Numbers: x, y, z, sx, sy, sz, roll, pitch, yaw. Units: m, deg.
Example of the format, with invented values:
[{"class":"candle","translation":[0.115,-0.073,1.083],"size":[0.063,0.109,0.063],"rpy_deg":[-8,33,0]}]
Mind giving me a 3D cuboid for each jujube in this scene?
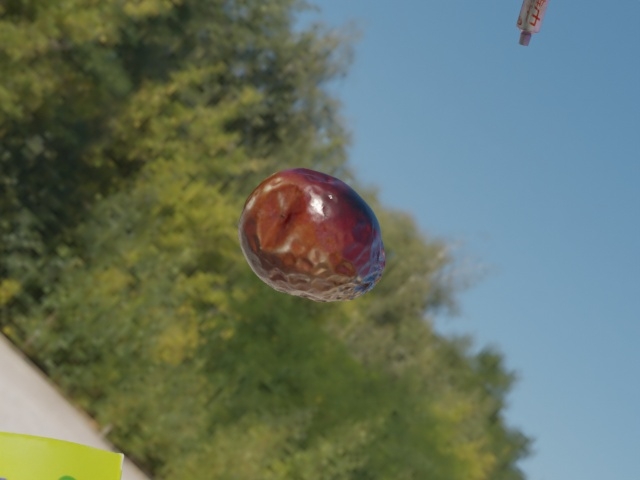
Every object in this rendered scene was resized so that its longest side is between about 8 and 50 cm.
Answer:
[{"class":"jujube","translation":[0.000,0.000,1.844],"size":[0.168,0.168,0.236],"rpy_deg":[39,7,31]}]

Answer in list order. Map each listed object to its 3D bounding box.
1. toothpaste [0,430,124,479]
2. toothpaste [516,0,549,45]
[{"class":"toothpaste","translation":[-0.185,0.230,0.842],"size":[0.077,0.110,0.327],"rpy_deg":[11,-38,-16]},{"class":"toothpaste","translation":[0.258,-0.306,1.721],"size":[0.045,0.170,0.028],"rpy_deg":[15,17,2]}]
